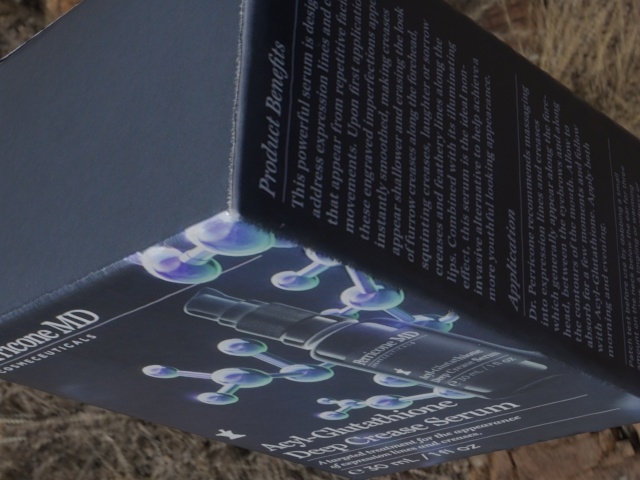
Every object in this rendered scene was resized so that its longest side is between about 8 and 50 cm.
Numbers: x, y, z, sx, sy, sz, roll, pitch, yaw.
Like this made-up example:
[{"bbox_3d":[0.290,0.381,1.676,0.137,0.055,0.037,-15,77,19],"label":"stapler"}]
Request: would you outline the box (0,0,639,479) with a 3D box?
[{"bbox_3d":[0.000,0.000,0.769,0.293,0.395,0.212,-22,55,41],"label":"box"}]
